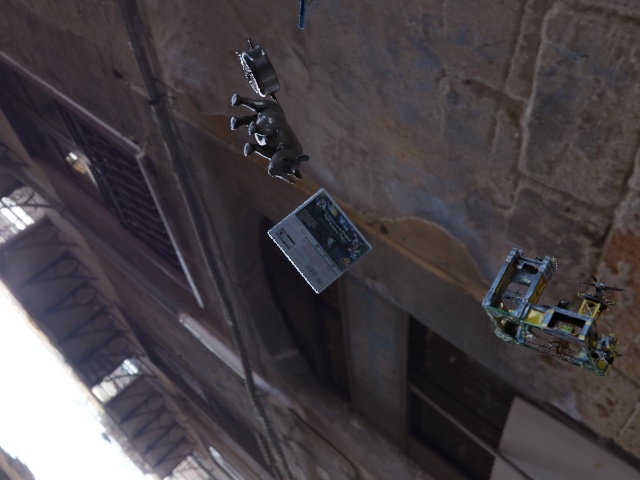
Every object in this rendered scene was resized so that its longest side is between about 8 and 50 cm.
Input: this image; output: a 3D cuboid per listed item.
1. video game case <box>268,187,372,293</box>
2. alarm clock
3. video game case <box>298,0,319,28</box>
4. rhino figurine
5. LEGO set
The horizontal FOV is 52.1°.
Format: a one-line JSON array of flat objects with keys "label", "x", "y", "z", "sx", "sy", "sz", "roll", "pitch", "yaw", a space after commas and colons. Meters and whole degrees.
[{"label": "video game case", "x": 0.000, "y": 0.000, "z": 1.563, "sx": 0.173, "sy": 0.190, "sz": 0.022, "roll": -40, "pitch": 2, "yaw": -10}, {"label": "alarm clock", "x": -0.148, "y": -0.414, "z": 1.677, "sx": 0.064, "sy": 0.192, "sz": 0.129, "roll": -31, "pitch": 4, "yaw": -7}, {"label": "video game case", "x": -0.024, "y": -0.664, "z": 1.738, "sx": 0.166, "sy": 0.015, "sz": 0.119, "roll": 101, "pitch": -166, "yaw": -60}, {"label": "rhino figurine", "x": -0.088, "y": -0.187, "z": 1.226, "sx": 0.106, "sy": 0.243, "sz": 0.073, "roll": 1, "pitch": -48, "yaw": -31}, {"label": "LEGO set", "x": 0.546, "y": 0.148, "z": 1.503, "sx": 0.255, "sy": 0.331, "sz": 0.192, "roll": 44, "pitch": -109, "yaw": -37}]
